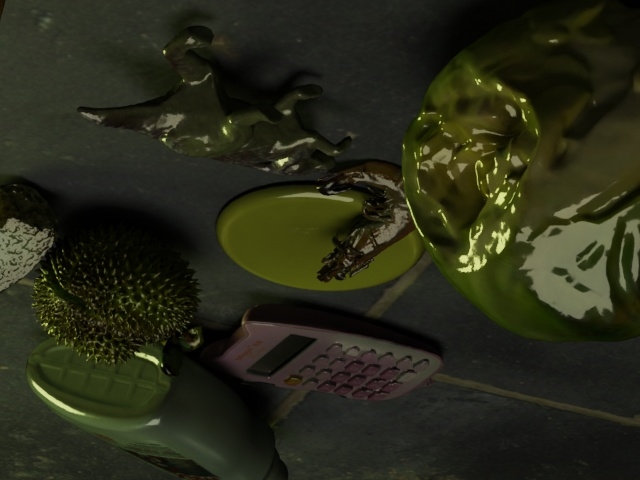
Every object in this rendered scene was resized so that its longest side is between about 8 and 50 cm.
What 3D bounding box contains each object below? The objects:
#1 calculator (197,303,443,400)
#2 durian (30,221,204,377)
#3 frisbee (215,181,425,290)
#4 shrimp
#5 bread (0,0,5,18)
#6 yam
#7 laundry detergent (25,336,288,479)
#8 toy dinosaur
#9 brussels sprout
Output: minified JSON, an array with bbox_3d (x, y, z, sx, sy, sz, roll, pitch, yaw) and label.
[{"bbox_3d":[0.011,0.142,2.313,0.294,0.043,0.194,14,149,-23],"label":"calculator"},{"bbox_3d":[-0.223,0.052,2.084,0.198,0.146,0.159,5,136,-11],"label":"durian"},{"bbox_3d":[0.000,0.000,2.074,0.236,0.017,0.236,4,151,2],"label":"frisbee"},{"bbox_3d":[0.031,-0.021,1.977,0.124,0.034,0.178,32,127,-31],"label":"shrimp"},{"bbox_3d":[-0.359,-0.225,1.664,0.149,0.073,0.122,2,149,5],"label":"bread"},{"bbox_3d":[-0.395,0.022,2.094,0.106,0.106,0.259,23,148,-29],"label":"yam"},{"bbox_3d":[-0.179,0.243,2.426,0.264,0.124,0.398,7,159,34],"label":"laundry detergent"},{"bbox_3d":[-0.084,-0.114,1.817,0.294,0.077,0.162,25,146,-33],"label":"toy dinosaur"},{"bbox_3d":[0.239,-0.052,1.680,0.344,0.268,0.344,4,143,3],"label":"brussels sprout"}]
